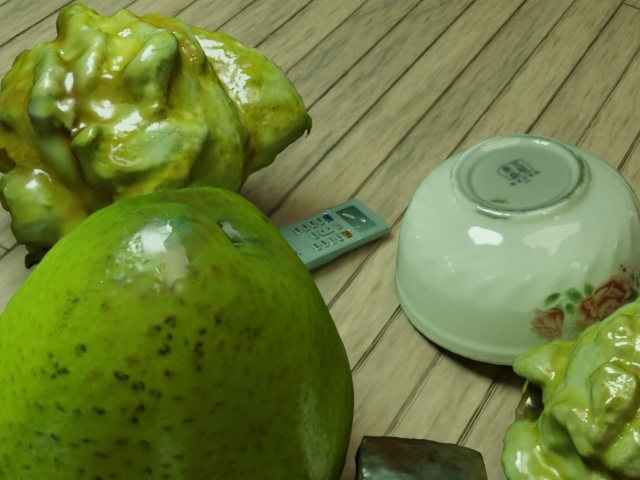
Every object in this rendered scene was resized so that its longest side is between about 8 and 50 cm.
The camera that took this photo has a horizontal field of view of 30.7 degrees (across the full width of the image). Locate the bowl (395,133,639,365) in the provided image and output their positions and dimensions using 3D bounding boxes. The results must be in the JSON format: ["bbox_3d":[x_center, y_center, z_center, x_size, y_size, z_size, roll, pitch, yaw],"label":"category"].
[{"bbox_3d":[0.206,-0.014,1.201,0.277,0.145,0.277,-6,42,5],"label":"bowl"}]

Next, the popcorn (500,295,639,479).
[{"bbox_3d":[0.282,0.146,1.022,0.195,0.255,0.256,55,8,6],"label":"popcorn"}]

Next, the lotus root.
[{"bbox_3d":[0.082,0.256,0.940,0.119,0.138,0.234,-2,47,0],"label":"lotus root"}]

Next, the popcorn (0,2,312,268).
[{"bbox_3d":[-0.172,-0.113,1.179,0.326,0.290,0.321,-16,47,-2],"label":"popcorn"}]

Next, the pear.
[{"bbox_3d":[-0.108,0.110,0.920,0.343,0.318,0.238,-20,45,-28],"label":"pear"}]

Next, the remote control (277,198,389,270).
[{"bbox_3d":[0.000,0.000,1.274,0.162,0.029,0.061,-22,53,-39],"label":"remote control"}]
